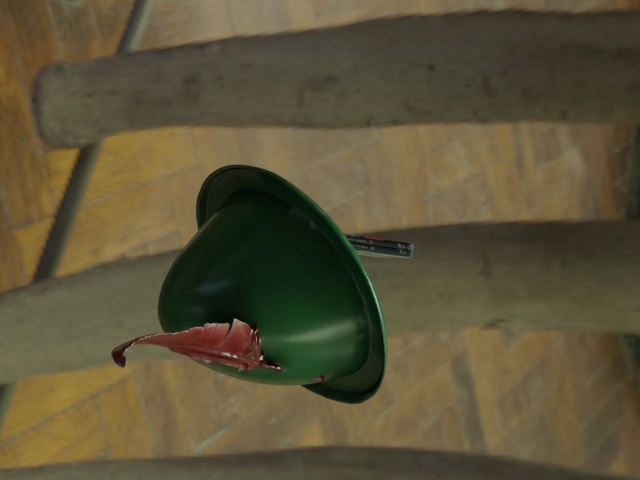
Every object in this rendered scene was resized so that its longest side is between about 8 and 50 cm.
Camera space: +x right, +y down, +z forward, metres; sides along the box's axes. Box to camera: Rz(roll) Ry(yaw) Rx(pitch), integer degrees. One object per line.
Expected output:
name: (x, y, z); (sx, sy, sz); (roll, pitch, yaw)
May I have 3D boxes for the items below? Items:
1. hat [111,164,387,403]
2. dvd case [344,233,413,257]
hat: (-0.080, 0.064, 0.748); (0.183, 0.173, 0.208); (-37, 135, -31)
dvd case: (0.000, 0.000, 0.922); (0.119, 0.087, 0.013); (9, 88, -13)
